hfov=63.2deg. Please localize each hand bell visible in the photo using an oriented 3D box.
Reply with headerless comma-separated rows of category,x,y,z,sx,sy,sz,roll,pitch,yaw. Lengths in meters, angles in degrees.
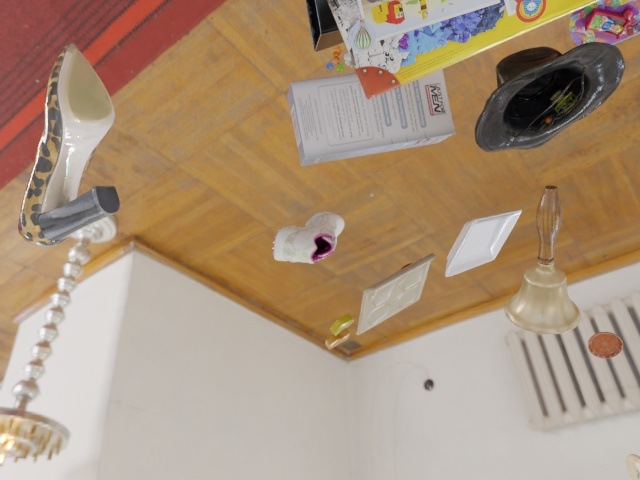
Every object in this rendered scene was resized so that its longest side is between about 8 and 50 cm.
hand bell,0.381,0.023,0.873,0.126,0.126,0.242,-6,117,2

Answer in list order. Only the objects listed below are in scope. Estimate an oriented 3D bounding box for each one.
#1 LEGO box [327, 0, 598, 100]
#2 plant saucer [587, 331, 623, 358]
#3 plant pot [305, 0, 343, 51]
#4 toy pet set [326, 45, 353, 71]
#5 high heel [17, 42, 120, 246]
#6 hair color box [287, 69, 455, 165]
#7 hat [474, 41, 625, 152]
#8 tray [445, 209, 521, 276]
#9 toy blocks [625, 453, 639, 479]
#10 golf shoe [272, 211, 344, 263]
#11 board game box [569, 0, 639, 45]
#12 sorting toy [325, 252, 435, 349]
LEGO box,0.228,-0.498,0.771,0.500,0.193,0.372,-21,121,14
plant saucer,0.757,0.277,1.385,0.084,0.013,0.083,8,119,14
plant pot,0.056,-0.610,1.326,0.167,0.188,0.187,-12,-173,-4
toy pet set,0.097,-0.402,1.145,0.122,0.114,0.065,24,175,33
high heel,-0.374,-0.128,0.720,0.186,0.261,0.093,-19,168,27
hair color box,0.121,-0.310,1.278,0.375,0.185,0.113,-11,180,-8
hat,0.452,-0.326,1.093,0.331,0.134,0.331,-17,155,-8
tray,0.363,-0.004,1.170,0.270,0.030,0.145,-10,130,-50
toy blocks,0.501,0.285,0.680,0.148,0.054,0.123,-12,153,-6
golf shoe,0.000,0.000,1.456,0.140,0.306,0.115,16,116,29
board game box,0.653,-0.490,1.173,0.169,0.033,0.133,-16,134,40
sorting toy,0.143,0.153,1.311,0.307,0.041,0.229,-26,149,-23
